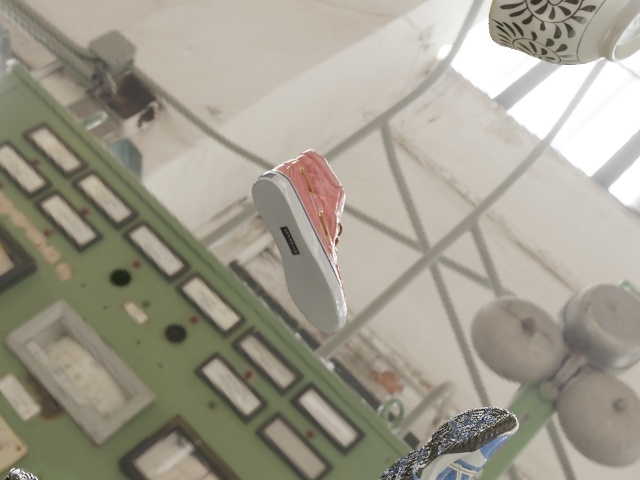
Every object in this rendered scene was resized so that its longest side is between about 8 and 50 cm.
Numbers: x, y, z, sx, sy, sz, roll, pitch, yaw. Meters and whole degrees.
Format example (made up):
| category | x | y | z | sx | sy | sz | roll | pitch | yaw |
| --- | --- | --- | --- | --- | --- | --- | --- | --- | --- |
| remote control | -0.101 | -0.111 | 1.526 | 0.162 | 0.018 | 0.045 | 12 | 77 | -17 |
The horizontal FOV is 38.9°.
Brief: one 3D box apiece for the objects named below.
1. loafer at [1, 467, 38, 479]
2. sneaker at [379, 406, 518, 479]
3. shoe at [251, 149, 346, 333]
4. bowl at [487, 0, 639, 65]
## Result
| category | x | y | z | sx | sy | sz | roll | pitch | yaw |
| --- | --- | --- | --- | --- | --- | --- | --- | --- | --- |
| loafer | -0.279 | 0.320 | 0.822 | 0.080 | 0.078 | 0.220 | 80 | -1 | -76 |
| sneaker | 0.181 | 0.304 | 1.233 | 0.081 | 0.211 | 0.080 | 54 | 5 | -16 |
| shoe | 0.000 | 0.000 | 0.911 | 0.063 | 0.081 | 0.178 | -7 | -67 | 45 |
| bowl | 0.212 | -0.183 | 0.662 | 0.080 | 0.170 | 0.170 | 51 | -31 | 20 |
